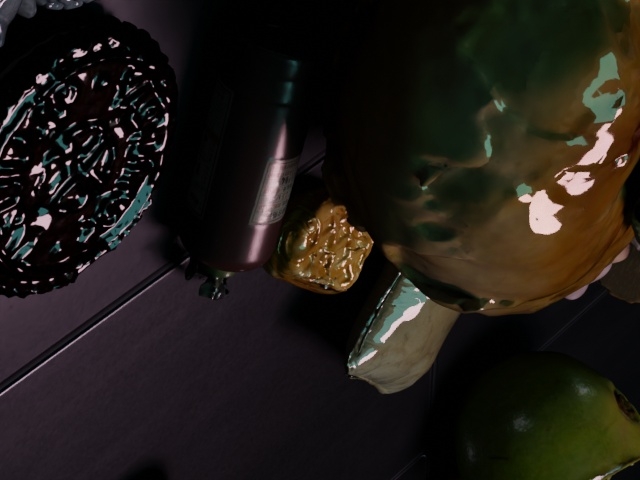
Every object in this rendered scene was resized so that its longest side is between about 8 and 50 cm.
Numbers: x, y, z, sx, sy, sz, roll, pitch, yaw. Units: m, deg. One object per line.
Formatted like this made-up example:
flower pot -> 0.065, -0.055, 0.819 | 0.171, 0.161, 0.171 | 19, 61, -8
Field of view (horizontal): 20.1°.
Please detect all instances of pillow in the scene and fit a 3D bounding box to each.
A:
pillow -> 0.119, -0.003, 1.542 | 0.302, 0.075, 0.185 | -57, 163, -2

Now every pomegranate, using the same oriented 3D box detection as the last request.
pomegranate -> 0.211, 0.202, 1.825 | 0.190, 0.159, 0.241 | -28, 166, -23

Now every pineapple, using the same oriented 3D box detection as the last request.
pineapple -> 0.311, -0.021, 1.760 | 0.198, 0.108, 0.108 | -76, 180, -59

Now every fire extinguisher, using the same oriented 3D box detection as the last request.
fire extinguisher -> -0.051, -0.047, 1.270 | 0.099, 0.071, 0.231 | -61, 169, -60

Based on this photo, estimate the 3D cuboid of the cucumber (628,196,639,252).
cucumber -> 0.285, -0.069, 1.232 | 0.193, 0.086, 0.115 | -51, 163, -7

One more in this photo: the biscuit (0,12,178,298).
biscuit -> -0.161, -0.051, 1.107 | 0.194, 0.053, 0.194 | -37, 146, -31

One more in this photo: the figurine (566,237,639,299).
figurine -> 0.247, -0.013, 1.622 | 0.112, 0.229, 0.137 | 31, 57, -43

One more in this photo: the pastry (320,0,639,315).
pastry -> 0.153, -0.144, 1.272 | 0.409, 0.245, 0.409 | -51, 158, -30

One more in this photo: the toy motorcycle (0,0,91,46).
toy motorcycle -> -0.188, -0.193, 0.878 | 0.173, 0.108, 0.307 | -44, 147, -11

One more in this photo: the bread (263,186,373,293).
bread -> 0.000, 0.000, 1.408 | 0.110, 0.044, 0.083 | 22, 99, -58
